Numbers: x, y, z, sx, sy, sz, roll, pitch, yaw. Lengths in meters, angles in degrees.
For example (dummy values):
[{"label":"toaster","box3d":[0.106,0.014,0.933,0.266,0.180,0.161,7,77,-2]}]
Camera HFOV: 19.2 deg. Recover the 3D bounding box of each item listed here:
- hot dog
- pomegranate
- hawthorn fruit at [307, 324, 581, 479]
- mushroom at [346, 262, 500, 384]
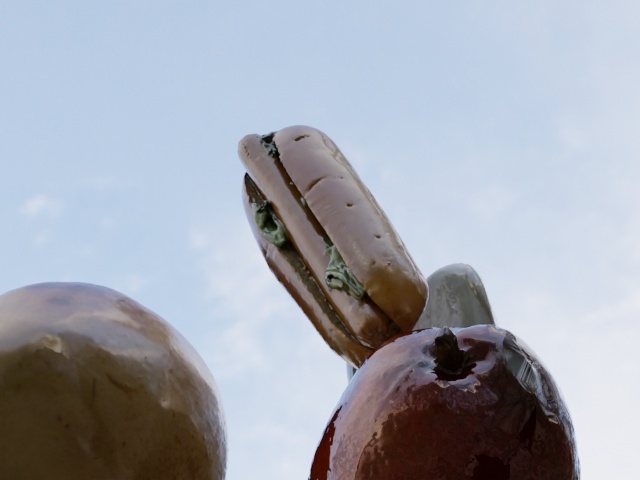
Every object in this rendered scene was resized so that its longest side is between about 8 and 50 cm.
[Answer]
[{"label":"hot dog","box3d":[0.000,0.000,1.415,0.068,0.249,0.100,19,-65,-37]},{"label":"pomegranate","box3d":[-0.228,0.198,1.692,0.319,0.319,0.319,-6,-49,-7]},{"label":"hawthorn fruit","box3d":[0.084,0.140,1.246,0.185,0.185,0.202,-5,-53,-7]},{"label":"mushroom","box3d":[0.107,0.182,1.574,0.122,0.329,0.159,7,-47,-18]}]
